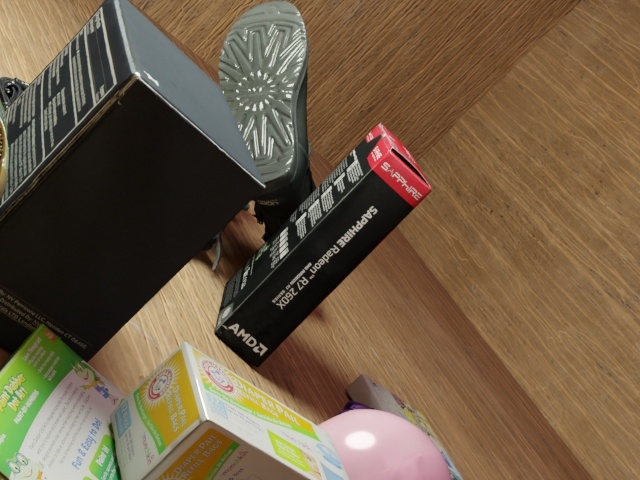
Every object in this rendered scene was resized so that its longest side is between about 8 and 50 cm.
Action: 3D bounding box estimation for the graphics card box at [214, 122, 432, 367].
[{"bbox_3d":[0.000,0.000,1.548,0.094,0.371,0.233,43,10,-12],"label":"graphics card box"}]

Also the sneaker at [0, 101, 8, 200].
[{"bbox_3d":[-0.324,-0.089,0.981,0.086,0.064,0.192,88,-14,-59],"label":"sneaker"}]

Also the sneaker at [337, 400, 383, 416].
[{"bbox_3d":[0.058,0.288,1.568,0.071,0.068,0.170,29,3,-5],"label":"sneaker"}]

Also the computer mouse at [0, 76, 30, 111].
[{"bbox_3d":[-0.374,-0.144,1.523,0.262,0.060,0.184,21,28,-38],"label":"computer mouse"}]

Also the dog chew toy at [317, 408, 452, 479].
[{"bbox_3d":[0.081,0.343,1.059,0.331,0.207,0.207,58,14,19],"label":"dog chew toy"}]

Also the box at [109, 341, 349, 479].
[{"bbox_3d":[-0.076,0.200,0.926,0.203,0.103,0.114,38,13,-34],"label":"box"}]

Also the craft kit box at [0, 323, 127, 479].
[{"bbox_3d":[-0.194,0.206,0.881,0.246,0.061,0.250,46,10,-10],"label":"craft kit box"}]

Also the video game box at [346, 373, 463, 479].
[{"bbox_3d":[0.147,0.336,1.724,0.187,0.048,0.205,35,15,-37],"label":"video game box"}]

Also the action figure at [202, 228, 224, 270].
[{"bbox_3d":[-0.217,-0.091,1.649,0.275,0.141,0.164,52,18,-9],"label":"action figure"}]

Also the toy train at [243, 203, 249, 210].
[{"bbox_3d":[-0.212,-0.143,1.969,0.190,0.142,0.334,34,11,6],"label":"toy train"}]

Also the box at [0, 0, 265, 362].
[{"bbox_3d":[-0.238,-0.064,1.078,0.183,0.294,0.296,39,12,-29],"label":"box"}]

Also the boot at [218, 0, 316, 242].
[{"bbox_3d":[-0.055,-0.148,1.832,0.445,0.146,0.366,64,28,-62],"label":"boot"}]
